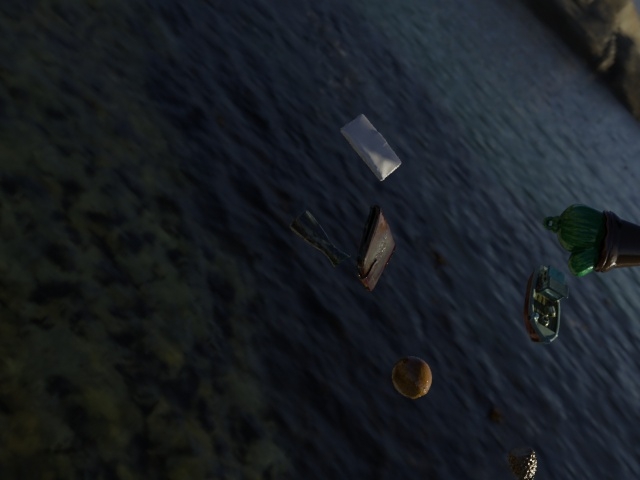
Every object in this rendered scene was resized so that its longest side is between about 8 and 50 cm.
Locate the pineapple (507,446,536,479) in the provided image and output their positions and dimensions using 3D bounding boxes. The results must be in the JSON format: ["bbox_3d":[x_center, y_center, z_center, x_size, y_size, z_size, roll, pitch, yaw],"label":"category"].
[{"bbox_3d":[0.402,0.467,1.994,0.058,0.058,0.124,-53,131,-70],"label":"pineapple"}]

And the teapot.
[{"bbox_3d":[0.000,0.000,1.741,0.111,0.043,0.043,44,20,3],"label":"teapot"}]

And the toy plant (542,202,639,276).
[{"bbox_3d":[0.529,0.003,1.984,0.200,0.142,0.105,8,-2,12],"label":"toy plant"}]

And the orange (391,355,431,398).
[{"bbox_3d":[0.180,0.269,2.013,0.085,0.085,0.085,40,21,-19],"label":"orange"}]

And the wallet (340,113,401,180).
[{"bbox_3d":[0.063,-0.118,1.284,0.044,0.011,0.083,-40,93,-31],"label":"wallet"}]

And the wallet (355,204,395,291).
[{"bbox_3d":[0.112,0.027,2.119,0.031,0.137,0.255,18,-12,15],"label":"wallet"}]

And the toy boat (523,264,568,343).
[{"bbox_3d":[0.410,0.118,1.859,0.069,0.059,0.173,30,53,-19],"label":"toy boat"}]
